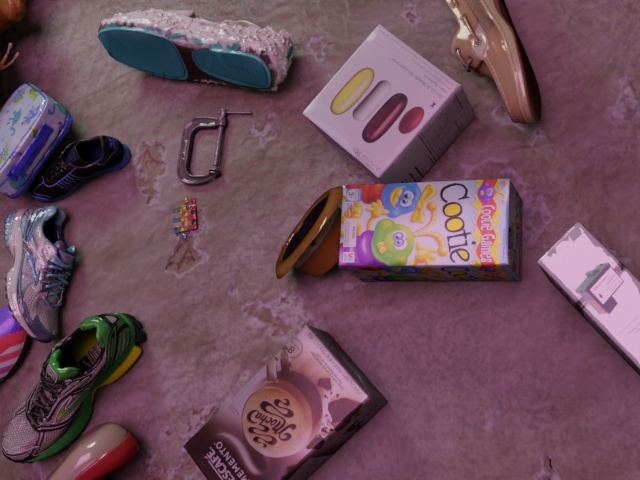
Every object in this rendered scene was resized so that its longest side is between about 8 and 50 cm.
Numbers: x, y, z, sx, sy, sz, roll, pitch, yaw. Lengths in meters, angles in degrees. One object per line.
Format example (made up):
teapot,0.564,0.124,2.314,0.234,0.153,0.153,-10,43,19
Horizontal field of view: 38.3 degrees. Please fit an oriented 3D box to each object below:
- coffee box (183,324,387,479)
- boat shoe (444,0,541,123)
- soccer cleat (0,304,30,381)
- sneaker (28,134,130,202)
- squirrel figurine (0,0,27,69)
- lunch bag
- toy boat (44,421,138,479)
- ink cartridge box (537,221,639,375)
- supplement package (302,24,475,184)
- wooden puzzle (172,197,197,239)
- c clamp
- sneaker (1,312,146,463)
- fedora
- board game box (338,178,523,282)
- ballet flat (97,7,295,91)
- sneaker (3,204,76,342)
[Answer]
coffee box,-0.058,0.307,1.545,0.297,0.119,0.168,-45,67,5
boat shoe,0.284,-0.331,1.579,0.110,0.121,0.341,-24,60,18
soccer cleat,-0.688,0.253,1.794,0.108,0.116,0.318,42,94,24
sneaker,-0.498,-0.149,1.834,0.232,0.090,0.081,-24,70,13
squirrel figurine,-0.772,-0.464,1.953,0.397,0.281,0.371,0,90,39
lunch bag,-0.604,-0.200,1.862,0.219,0.090,0.176,-56,41,-1
toy boat,-0.404,0.443,1.649,0.151,0.151,0.231,41,94,-7
ink cartridge box,0.440,0.092,1.390,0.092,0.160,0.219,-43,66,6
supplement package,0.120,-0.217,1.589,0.194,0.149,0.203,42,93,24
wooden puzzle,-0.260,-0.042,1.766,0.049,0.006,0.083,-11,74,18
c clamp,-0.214,-0.182,1.774,0.137,0.022,0.161,9,80,22
sneaker,-0.482,0.263,1.700,0.134,0.146,0.344,39,93,24
fedora,0.000,0.000,1.600,0.079,0.194,0.194,35,91,-12
board game box,0.184,-0.013,1.519,0.275,0.142,0.144,-1,77,20
ballet flat,-0.230,-0.380,1.789,0.408,0.147,0.147,16,83,20
sneaker,-0.537,0.056,1.792,0.122,0.110,0.283,-17,72,12
